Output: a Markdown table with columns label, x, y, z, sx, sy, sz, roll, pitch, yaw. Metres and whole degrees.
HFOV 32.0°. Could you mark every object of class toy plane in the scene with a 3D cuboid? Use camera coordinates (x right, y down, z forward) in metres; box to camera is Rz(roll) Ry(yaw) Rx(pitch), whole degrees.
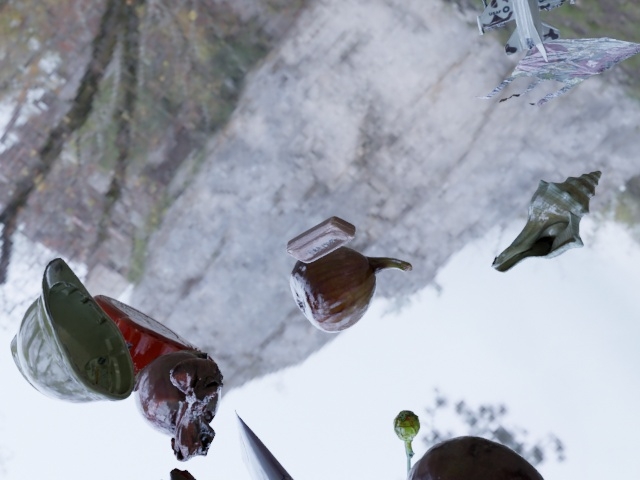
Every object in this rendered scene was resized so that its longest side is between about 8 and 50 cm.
| label | x | y | z | sx | sy | sz | roll | pitch | yaw |
| --- | --- | --- | --- | --- | --- | --- | --- | --- | --- |
| toy plane | 0.304 | -0.386 | 1.698 | 0.082 | 0.160 | 0.234 | -122 | 14 | -75 |

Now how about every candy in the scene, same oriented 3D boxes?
| label | x | y | z | sx | sy | sz | roll | pitch | yaw |
| --- | --- | --- | --- | --- | --- | --- | --- | --- | --- |
| candy | 0.176 | 0.433 | 2.256 | 0.058 | 0.193 | 0.062 | 11 | -157 | 38 |

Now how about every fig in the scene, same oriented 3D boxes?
| label | x | y | z | sx | sy | sz | roll | pitch | yaw |
| --- | --- | --- | --- | --- | --- | --- | --- | --- | --- |
| fig | 0.225 | 0.401 | 1.607 | 0.235 | 0.235 | 0.214 | 50 | -158 | 26 |
| fig | 0.051 | 0.076 | 2.123 | 0.175 | 0.207 | 0.175 | 54 | 168 | 17 |

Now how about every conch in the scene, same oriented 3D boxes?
| label | x | y | z | sx | sy | sz | roll | pitch | yaw |
| --- | --- | --- | --- | --- | --- | --- | --- | --- | --- |
| conch | 0.426 | -0.026 | 1.988 | 0.137 | 0.233 | 0.114 | 24 | -176 | 41 |

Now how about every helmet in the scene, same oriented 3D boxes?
| label | x | y | z | sx | sy | sz | roll | pitch | yaw |
| --- | --- | --- | --- | --- | --- | --- | --- | --- | --- |
| helmet | -0.420 | 0.169 | 1.775 | 0.257 | 0.137 | 0.204 | 60 | -167 | -28 |

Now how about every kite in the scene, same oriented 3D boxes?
| label | x | y | z | sx | sy | sz | roll | pitch | yaw |
| --- | --- | --- | --- | --- | --- | --- | --- | --- | --- |
| kite | 0.403 | -0.288 | 1.945 | 0.204 | 0.022 | 0.360 | 0 | 171 | -15 |

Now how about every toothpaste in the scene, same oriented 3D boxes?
| label | x | y | z | sx | sy | sz | roll | pitch | yaw |
| --- | --- | --- | --- | --- | --- | --- | --- | --- | --- |
| toothpaste | -0.080 | 0.447 | 2.001 | 0.080 | 0.125 | 0.371 | -19 | -148 | -22 |

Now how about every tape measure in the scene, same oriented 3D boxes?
| label | x | y | z | sx | sy | sz | roll | pitch | yaw |
| --- | --- | --- | --- | --- | --- | --- | --- | --- | --- |
| tape measure | -0.358 | 0.208 | 2.182 | 0.253 | 0.114 | 0.260 | 32 | 176 | -41 |

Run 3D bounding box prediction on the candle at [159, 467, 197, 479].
| label | x | y | z | sx | sy | sz | roll | pitch | yaw |
| --- | --- | --- | --- | --- | --- | --- | --- | --- | --- |
| candle | -0.147 | 0.467 | 1.758 | 0.302 | 0.084 | 0.059 | 33 | 154 | 26 |

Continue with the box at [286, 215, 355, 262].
| label | x | y | z | sx | sy | sz | roll | pitch | yaw |
| --- | --- | --- | --- | --- | --- | --- | --- | --- | --- |
| box | 0.000 | 0.000 | 1.655 | 0.048 | 0.115 | 0.025 | 25 | -126 | -33 |

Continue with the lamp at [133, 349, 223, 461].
| label | x | y | z | sx | sy | sz | roll | pitch | yaw |
| --- | --- | --- | --- | --- | --- | --- | --- | --- | --- |
| lamp | -0.234 | 0.266 | 1.948 | 0.151 | 0.215 | 0.223 | -20 | -144 | -40 |
